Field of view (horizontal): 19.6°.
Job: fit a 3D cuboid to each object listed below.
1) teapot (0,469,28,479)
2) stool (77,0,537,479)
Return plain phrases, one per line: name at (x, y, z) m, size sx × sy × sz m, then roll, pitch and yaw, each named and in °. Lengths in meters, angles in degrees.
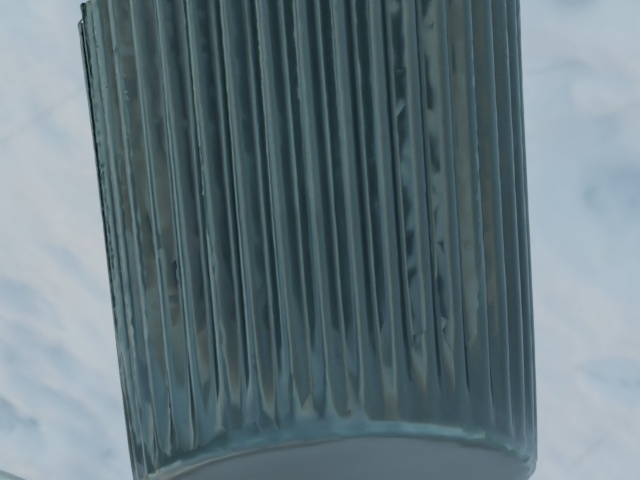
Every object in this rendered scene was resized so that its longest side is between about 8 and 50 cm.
teapot at (-0.294, 0.200, 0.958) m, size 0.423 × 0.280 × 0.252 m, roll 9°, pitch 173°, yaw -8°
stool at (0.000, 0.000, 1.177) m, size 0.297 × 0.330 × 0.297 m, roll -4°, pitch 157°, yaw -2°
